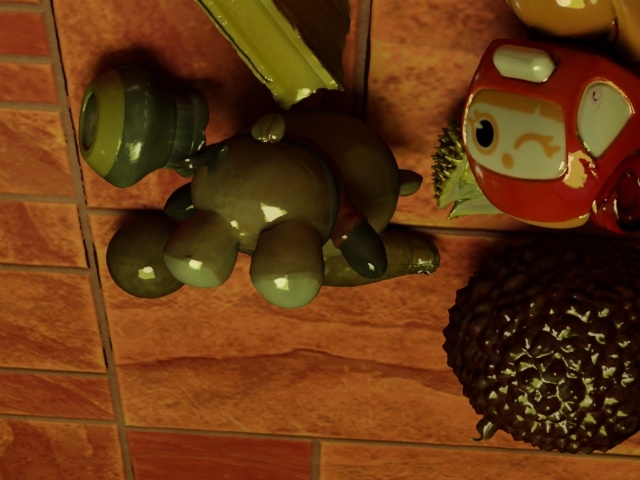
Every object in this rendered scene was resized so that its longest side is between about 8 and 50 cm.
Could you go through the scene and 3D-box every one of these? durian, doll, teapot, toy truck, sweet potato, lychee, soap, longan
[{"bbox_3d":[0.200,-0.097,1.436,0.208,0.102,0.146,4,130,-41],"label":"durian"},{"bbox_3d":[-0.036,-0.050,1.357,0.235,0.330,0.174,6,103,15],"label":"doll"},{"bbox_3d":[-0.191,-0.117,1.429,0.119,0.130,0.165,5,176,-26],"label":"teapot"},{"bbox_3d":[0.223,-0.156,1.240,0.189,0.265,0.239,19,161,48],"label":"toy truck"},{"bbox_3d":[-0.001,0.006,1.570,0.285,0.085,0.112,17,152,-14],"label":"sweet potato"},{"bbox_3d":[0.274,0.122,1.564,0.264,0.264,0.300,29,116,-27],"label":"lychee"},{"bbox_3d":[-0.056,-0.241,1.237,0.076,0.135,0.233,-17,136,24],"label":"soap"},{"bbox_3d":[-0.200,0.020,1.610,0.106,0.106,0.119,9,180,-6],"label":"longan"}]
